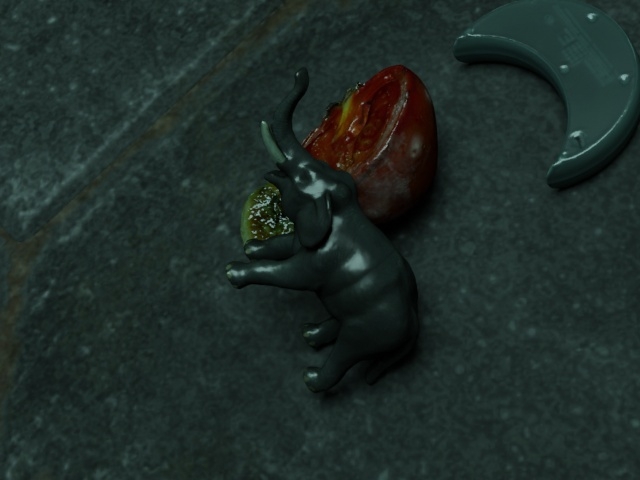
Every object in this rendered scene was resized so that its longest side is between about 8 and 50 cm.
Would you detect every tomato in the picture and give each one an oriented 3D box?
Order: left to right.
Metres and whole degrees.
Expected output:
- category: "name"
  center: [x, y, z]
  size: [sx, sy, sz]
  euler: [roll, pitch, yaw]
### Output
- category: "tomato"
  center: [0.049, -0.069, 1.414]
  size: [0.159, 0.091, 0.139]
  euler: [-35, 31, 25]

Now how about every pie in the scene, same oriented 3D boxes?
- category: "pie"
  center: [-0.037, -0.019, 1.458]
  size: [0.084, 0.021, 0.084]
  euler: [-9, 61, 16]

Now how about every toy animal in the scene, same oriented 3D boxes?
- category: "toy animal"
  center: [-0.009, 0.001, 1.332]
  size: [0.137, 0.269, 0.082]
  euler: [-22, 13, 23]

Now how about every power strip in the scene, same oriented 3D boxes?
- category: "power strip"
  center: [0.209, -0.154, 1.428]
  size: [0.137, 0.044, 0.216]
  euler: [-30, 57, 2]
